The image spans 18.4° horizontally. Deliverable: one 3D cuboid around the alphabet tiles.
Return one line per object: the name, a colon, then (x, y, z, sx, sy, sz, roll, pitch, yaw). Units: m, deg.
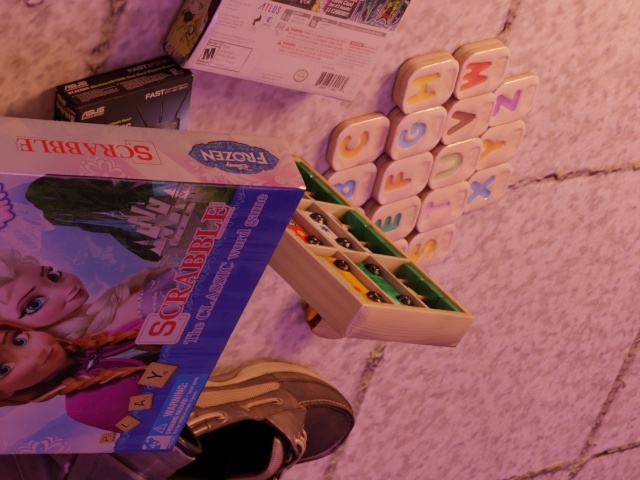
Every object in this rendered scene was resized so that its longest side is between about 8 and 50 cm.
alphabet tiles: (0.110, -0.076, 2.038, 0.278, 0.021, 0.284, -16, 136, -35)

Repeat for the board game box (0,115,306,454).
board game box: (-0.214, 0.045, 1.546, 0.318, 0.066, 0.319, 2, 133, -30)

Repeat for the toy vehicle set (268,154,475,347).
toy vehicle set: (0.000, 0.000, 1.784, 0.166, 0.267, 0.035, 8, 119, -51)

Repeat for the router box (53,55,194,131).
router box: (-0.172, -0.101, 1.704, 0.122, 0.038, 0.092, -20, 137, -32)

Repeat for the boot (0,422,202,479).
boot: (-0.183, 0.265, 1.834, 0.223, 0.338, 0.118, -46, -172, 5)

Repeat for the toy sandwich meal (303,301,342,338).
toy sandwich meal: (0.020, 0.069, 2.061, 0.085, 0.029, 0.086, -13, 146, -9)

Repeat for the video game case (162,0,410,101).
video game case: (-0.006, -0.232, 1.743, 0.232, 0.042, 0.210, 6, 120, -49)

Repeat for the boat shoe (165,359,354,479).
boat shoe: (-0.086, 0.209, 2.020, 0.355, 0.130, 0.132, 3, 123, -47)
